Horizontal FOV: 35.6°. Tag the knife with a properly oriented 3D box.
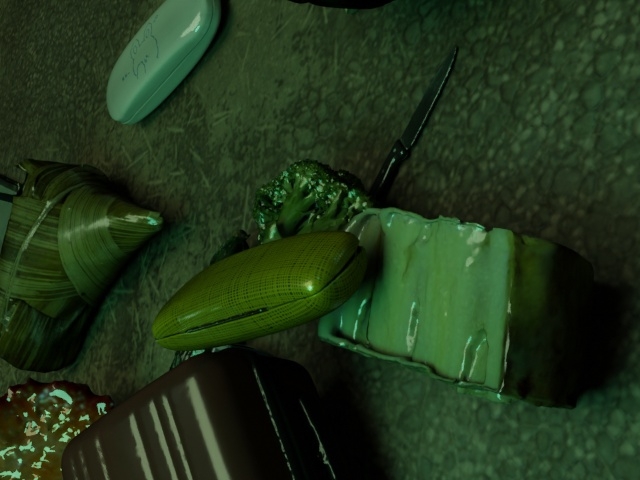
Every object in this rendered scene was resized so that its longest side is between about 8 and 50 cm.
[{"bbox_3d":[0.084,-0.102,0.920,0.023,0.010,0.170,43,111,48],"label":"knife"}]

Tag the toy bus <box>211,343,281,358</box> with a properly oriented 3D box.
[{"bbox_3d":[-0.091,0.166,1.007,0.075,0.060,0.123,22,96,50],"label":"toy bus"}]

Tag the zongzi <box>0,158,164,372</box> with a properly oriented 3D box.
[{"bbox_3d":[-0.303,0.053,1.259,0.288,0.134,0.286,19,100,44],"label":"zongzi"}]

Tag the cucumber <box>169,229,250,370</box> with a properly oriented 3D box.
[{"bbox_3d":[-0.126,0.130,1.060,0.067,0.067,0.293,27,98,51],"label":"cucumber"}]

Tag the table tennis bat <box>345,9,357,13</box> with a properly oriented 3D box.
[{"bbox_3d":[0.013,-0.297,1.065,0.087,0.013,0.156,-45,47,32],"label":"table tennis bat"}]

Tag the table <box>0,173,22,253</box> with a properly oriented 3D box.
[{"bbox_3d":[-0.584,-0.004,1.490,0.335,0.272,0.222,18,92,51],"label":"table"}]

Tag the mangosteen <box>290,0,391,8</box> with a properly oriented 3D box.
[{"bbox_3d":[0.029,-0.350,0.859,0.311,0.311,0.311,-19,64,46],"label":"mangosteen"}]

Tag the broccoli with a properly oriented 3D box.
[{"bbox_3d":[0.000,0.000,0.898,0.162,0.138,0.146,-2,112,41],"label":"broccoli"}]

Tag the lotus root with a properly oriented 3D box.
[{"bbox_3d":[0.107,0.053,0.746,0.235,0.138,0.119,11,81,53],"label":"lotus root"}]

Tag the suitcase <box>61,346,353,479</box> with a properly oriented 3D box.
[{"bbox_3d":[-0.078,0.259,0.839,0.236,0.161,0.297,-35,63,28],"label":"suitcase"}]

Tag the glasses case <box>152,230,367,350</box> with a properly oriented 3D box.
[{"bbox_3d":[-0.054,0.044,0.813,0.234,0.064,0.079,-18,21,46],"label":"glasses case"}]

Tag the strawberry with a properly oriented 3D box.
[{"bbox_3d":[-0.307,0.262,1.185,0.178,0.234,0.234,-145,71,-82],"label":"strawberry"}]

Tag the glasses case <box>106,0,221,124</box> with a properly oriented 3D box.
[{"bbox_3d":[-0.203,-0.237,1.271,0.233,0.059,0.092,-37,51,37],"label":"glasses case"}]
